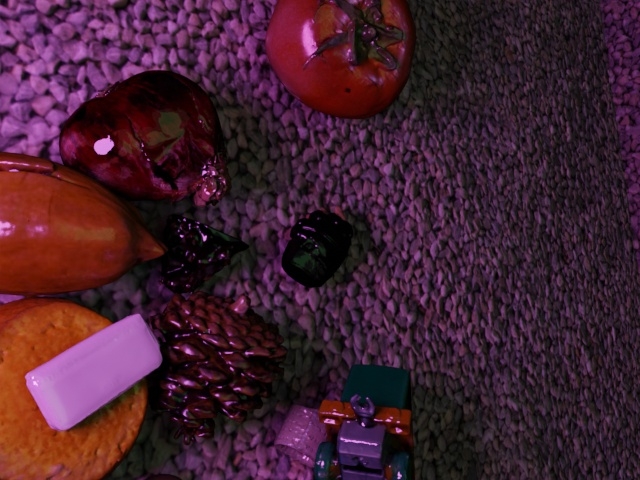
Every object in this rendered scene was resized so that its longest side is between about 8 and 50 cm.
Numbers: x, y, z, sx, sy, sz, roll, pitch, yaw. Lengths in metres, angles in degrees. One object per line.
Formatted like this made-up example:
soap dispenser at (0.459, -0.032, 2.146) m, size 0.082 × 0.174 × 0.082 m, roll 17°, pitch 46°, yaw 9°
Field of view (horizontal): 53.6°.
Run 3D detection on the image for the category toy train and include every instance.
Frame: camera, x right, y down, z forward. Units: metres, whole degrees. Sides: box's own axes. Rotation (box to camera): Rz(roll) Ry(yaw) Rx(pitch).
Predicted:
toy train at (0.103, 0.421, 1.232) m, size 0.249 × 0.178 × 0.429 m, roll -66°, pitch 154°, yaw -53°

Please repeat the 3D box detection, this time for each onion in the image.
onion at (-0.293, -0.166, 1.059) m, size 0.281 × 0.221 × 0.281 m, roll 17°, pitch 53°, yaw -24°

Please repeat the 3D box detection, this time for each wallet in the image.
wallet at (-0.305, 0.178, 0.881) m, size 0.190 × 0.033 × 0.095 m, roll -31°, pitch 100°, yaw -46°

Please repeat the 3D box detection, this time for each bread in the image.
bread at (-0.393, 0.231, 0.914) m, size 0.312 × 0.172 × 0.312 m, roll 12°, pitch 72°, yaw -41°

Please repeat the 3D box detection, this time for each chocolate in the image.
chocolate at (-0.230, 0.038, 1.138) m, size 0.156 × 0.156 × 0.133 m, roll 26°, pitch 83°, yaw -34°

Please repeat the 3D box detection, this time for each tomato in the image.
tomato at (0.033, -0.421, 1.365) m, size 0.341 × 0.272 × 0.341 m, roll -3°, pitch 96°, yaw -35°

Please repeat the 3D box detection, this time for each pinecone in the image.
pinecone at (-0.190, 0.204, 1.063) m, size 0.257 × 0.243 × 0.243 m, roll -47°, pitch 113°, yaw -14°

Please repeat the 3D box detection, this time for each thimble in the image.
thimble at (-0.028, 0.382, 1.242) m, size 0.115 × 0.102 × 0.090 m, roll 77°, pitch 35°, yaw -54°

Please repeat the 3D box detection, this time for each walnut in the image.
walnut at (-0.392, -0.013, 0.921) m, size 0.336 × 0.209 × 0.209 m, roll 12°, pitch 71°, yaw -11°

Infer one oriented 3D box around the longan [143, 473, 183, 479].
longan at (-0.268, 0.437, 1.036) m, size 0.119 × 0.106 × 0.106 m, roll 6°, pitch 73°, yaw 1°

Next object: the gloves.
gloves at (0.000, 0.000, 1.351) m, size 0.164 × 0.124 × 0.203 m, roll 52°, pitch 58°, yaw -43°
